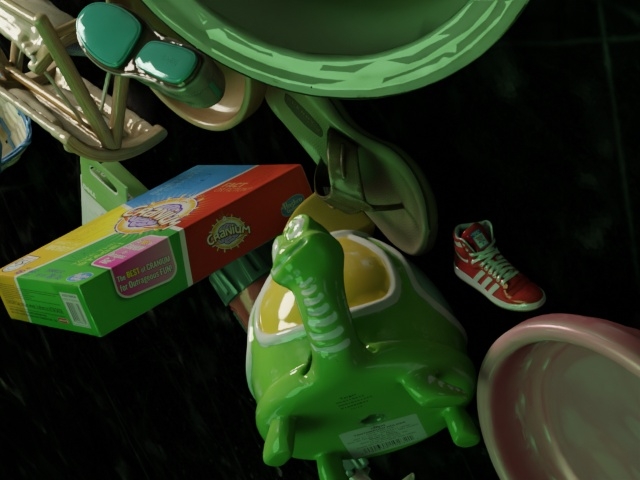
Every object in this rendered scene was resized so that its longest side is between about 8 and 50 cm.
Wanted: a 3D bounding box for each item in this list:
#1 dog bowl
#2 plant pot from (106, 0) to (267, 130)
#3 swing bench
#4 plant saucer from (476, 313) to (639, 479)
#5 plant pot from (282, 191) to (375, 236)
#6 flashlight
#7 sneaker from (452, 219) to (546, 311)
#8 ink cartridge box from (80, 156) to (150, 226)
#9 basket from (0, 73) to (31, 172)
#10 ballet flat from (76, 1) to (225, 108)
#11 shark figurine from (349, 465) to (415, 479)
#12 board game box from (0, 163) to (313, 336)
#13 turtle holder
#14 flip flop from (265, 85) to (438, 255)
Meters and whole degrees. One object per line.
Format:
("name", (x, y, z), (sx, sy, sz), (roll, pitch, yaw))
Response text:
("dog bowl", (0.007, -0.322, 1.085), (0.408, 0.150, 0.408), (13, 132, 16))
("plant pot", (-0.119, -0.246, 1.489), (0.237, 0.110, 0.237), (36, 146, 30))
("swing bench", (-0.348, -0.246, 1.772), (0.253, 0.165, 0.254), (33, 141, 36))
("plant saucer", (0.297, 0.208, 1.322), (0.332, 0.084, 0.332), (34, 141, 33))
("plant pot", (0.000, 0.000, 1.565), (0.081, 0.083, 0.081), (44, 145, 24))
("flashlight", (-0.014, 0.137, 1.692), (0.304, 0.103, 0.103), (52, 133, 6))
("sneaker", (0.175, 0.023, 1.374), (0.118, 0.042, 0.067), (30, 142, 42))
("ink cartridge box", (-0.285, -0.043, 1.958), (0.109, 0.062, 0.209), (41, 145, 27))
("basket", (-0.555, -0.196, 2.074), (0.254, 0.201, 0.289), (55, 159, 9))
("ballet flat", (-0.181, -0.191, 1.462), (0.213, 0.072, 0.068), (31, 173, 39))
("shark figurine", (-0.007, 0.266, 1.785), (0.278, 0.116, 0.166), (56, 151, 7))
("board game box", (-0.196, 0.003, 1.622), (0.242, 0.316, 0.064), (3, 119, 54))
("turtle holder", (0.016, 0.110, 1.442), (0.243, 0.320, 0.227), (-33, 56, 31))
("flip flop", (0.020, -0.081, 1.468), (0.277, 0.080, 0.112), (47, 147, 19))
